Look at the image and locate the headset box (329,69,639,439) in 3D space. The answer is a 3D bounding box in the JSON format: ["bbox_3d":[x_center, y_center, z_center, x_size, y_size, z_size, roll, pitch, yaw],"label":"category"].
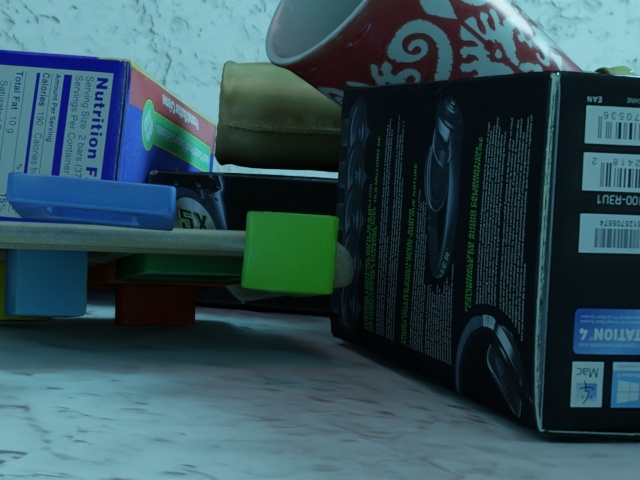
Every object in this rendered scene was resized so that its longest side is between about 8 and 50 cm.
[{"bbox_3d":[0.154,-0.001,0.704,0.246,0.131,0.283,2,4,-16],"label":"headset box"}]

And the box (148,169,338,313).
[{"bbox_3d":[0.000,0.000,0.973,0.180,0.077,0.147,4,3,13],"label":"box"}]

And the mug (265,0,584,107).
[{"bbox_3d":[0.066,-0.097,0.868,0.169,0.113,0.150,36,7,-24],"label":"mug"}]

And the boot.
[{"bbox_3d":[0.073,-0.080,1.044,0.270,0.089,0.236,3,1,0],"label":"boot"}]

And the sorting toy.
[{"bbox_3d":[-0.104,0.018,0.752,0.196,0.047,0.348,7,-7,-19],"label":"sorting toy"}]

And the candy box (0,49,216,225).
[{"bbox_3d":[-0.246,-0.050,1.026,0.317,0.122,0.268,6,-4,6],"label":"candy box"}]
